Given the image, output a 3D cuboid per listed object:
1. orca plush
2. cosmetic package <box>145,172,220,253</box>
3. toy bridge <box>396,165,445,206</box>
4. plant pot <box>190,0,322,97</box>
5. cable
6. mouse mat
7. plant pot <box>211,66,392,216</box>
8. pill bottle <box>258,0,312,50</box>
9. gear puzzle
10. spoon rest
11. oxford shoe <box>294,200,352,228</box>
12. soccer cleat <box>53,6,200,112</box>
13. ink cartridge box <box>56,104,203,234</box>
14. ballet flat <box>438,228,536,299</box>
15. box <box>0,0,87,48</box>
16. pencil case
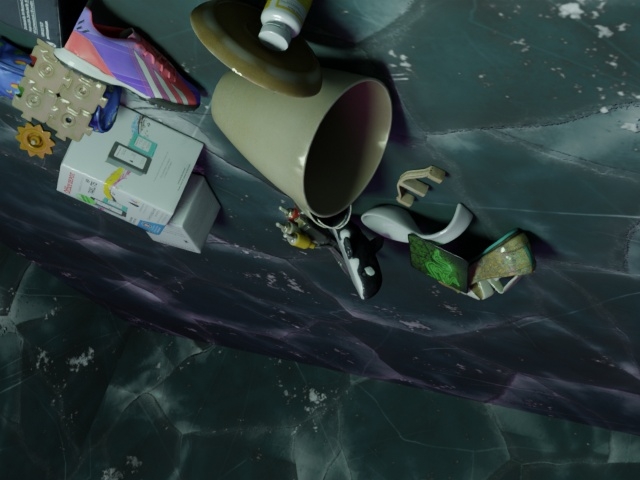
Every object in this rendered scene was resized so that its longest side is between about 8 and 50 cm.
[{"bbox_3d":[0.103,0.021,2.048,0.102,0.287,0.151,-18,120,-5],"label":"orca plush"},{"bbox_3d":[-0.375,-0.082,2.262,0.151,0.151,0.184,15,160,15],"label":"cosmetic package"},{"bbox_3d":[0.196,-0.117,1.822,0.063,0.026,0.188,26,159,-9],"label":"toy bridge"},{"bbox_3d":[-0.092,-0.313,1.366,0.236,0.236,0.032,26,122,-18],"label":"plant pot"},{"bbox_3d":[0.000,0.000,2.137,0.072,0.139,0.287,-31,134,23],"label":"cable"},{"bbox_3d":[0.267,0.054,1.953,0.152,0.007,0.190,26,162,20],"label":"mouse mat"},{"bbox_3d":[-0.055,-0.211,1.549,0.274,0.256,0.256,27,165,28],"label":"plant pot"},{"bbox_3d":[-0.053,-0.351,1.318,0.065,0.116,0.065,18,160,7],"label":"pill bottle"},{"bbox_3d":[-0.531,-0.298,1.774,0.175,0.044,0.339,30,123,-11],"label":"gear puzzle"},{"bbox_3d":[0.208,-0.032,1.949,0.276,0.084,0.137,-3,150,45],"label":"spoon rest"},{"bbox_3d":[0.002,-0.084,1.843,0.140,0.146,0.397,-9,166,1],"label":"oxford shoe"},{"bbox_3d":[-0.347,-0.339,1.659,0.318,0.116,0.108,17,-161,-42],"label":"soccer cleat"},{"bbox_3d":[-0.451,-0.173,2.030,0.270,0.197,0.198,25,159,-12],"label":"ink cartridge box"},{"bbox_3d":[0.382,0.076,1.992,0.123,0.123,0.348,24,157,-12],"label":"ballet flat"},{"bbox_3d":[-0.413,-0.460,1.110,0.294,0.296,0.183,22,160,-7],"label":"box"},{"bbox_3d":[-0.578,-0.332,1.851,0.306,0.119,0.133,19,167,1],"label":"pencil case"}]
